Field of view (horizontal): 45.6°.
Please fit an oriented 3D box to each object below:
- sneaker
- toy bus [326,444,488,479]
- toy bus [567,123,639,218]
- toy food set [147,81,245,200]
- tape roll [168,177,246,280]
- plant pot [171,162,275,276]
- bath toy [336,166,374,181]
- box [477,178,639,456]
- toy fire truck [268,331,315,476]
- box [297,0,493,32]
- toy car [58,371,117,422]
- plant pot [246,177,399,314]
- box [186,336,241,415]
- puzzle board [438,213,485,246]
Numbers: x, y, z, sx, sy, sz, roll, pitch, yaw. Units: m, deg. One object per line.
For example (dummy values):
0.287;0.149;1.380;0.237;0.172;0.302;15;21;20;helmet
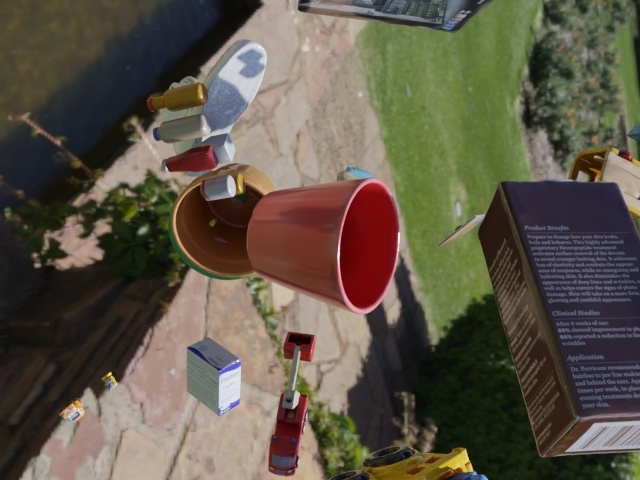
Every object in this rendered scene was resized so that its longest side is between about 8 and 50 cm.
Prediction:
-0.219;-0.285;1.443;0.108;0.292;0.169;4;41;-43;sneaker
0.133;0.368;1.028;0.220;0.212;0.149;-11;83;-46;toy bus
0.539;-0.090;1.366;0.191;0.104;0.202;-27;101;-23;toy bus
-0.225;-0.156;1.364;0.111;0.105;0.232;-84;159;-47;toy food set
-0.281;-0.040;2.235;0.077;0.322;0.321;-74;149;-63;tape roll
-0.229;-0.076;2.024;0.203;0.291;0.290;-79;153;-62;plant pot
0.029;-0.004;1.821;0.152;0.348;0.129;4;38;-30;bath toy
0.363;0.098;1.067;0.143;0.191;0.381;102;-14;-54;box
-0.045;0.255;1.199;0.192;0.047;0.135;-78;173;-47;toy fire truck
0.104;-0.352;0.971;0.307;0.243;0.076;-164;-100;-82;box
-0.442;0.305;1.464;0.122;0.060;0.040;-38;89;-21;toy car
0.000;0.000;1.580;0.275;0.243;0.274;-17;110;-56;plant pot
-0.257;0.325;1.829;0.072;0.126;0.137;-23;129;-42;box
0.293;-0.024;1.558;0.011;0.096;0.128;53;22;11;puzzle board
